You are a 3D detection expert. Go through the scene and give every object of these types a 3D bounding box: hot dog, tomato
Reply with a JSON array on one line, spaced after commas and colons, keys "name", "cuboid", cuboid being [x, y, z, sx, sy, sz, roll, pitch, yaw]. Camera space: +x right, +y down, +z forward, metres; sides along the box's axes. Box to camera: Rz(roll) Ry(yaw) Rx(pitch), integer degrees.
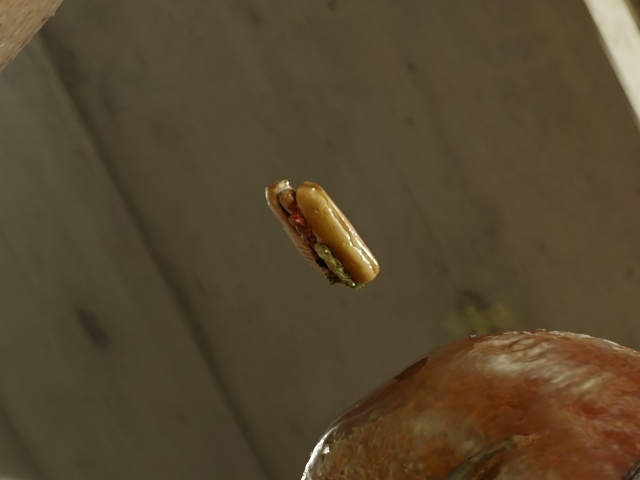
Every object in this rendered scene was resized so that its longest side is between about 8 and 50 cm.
[{"name": "hot dog", "cuboid": [0.000, 0.000, 0.812, 0.037, 0.083, 0.021, 2, -125, 37]}, {"name": "tomato", "cuboid": [0.065, 0.128, 0.669, 0.155, 0.214, 0.181, 29, -154, 36]}]

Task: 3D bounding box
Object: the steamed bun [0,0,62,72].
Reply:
[{"name": "steamed bun", "cuboid": [-0.197, -0.134, 0.473, 0.199, 0.251, 0.301, -41, 172, -46]}]
